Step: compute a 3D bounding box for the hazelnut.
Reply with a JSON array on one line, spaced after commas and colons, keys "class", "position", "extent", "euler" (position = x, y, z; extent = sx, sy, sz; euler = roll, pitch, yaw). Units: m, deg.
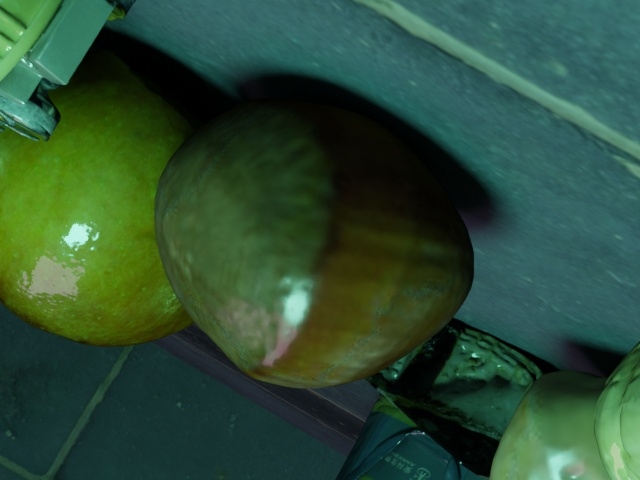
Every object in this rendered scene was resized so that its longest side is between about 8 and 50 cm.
[{"class": "hazelnut", "position": [0.000, 0.000, 0.816], "extent": [0.214, 0.176, 0.214], "euler": [21, -157, -9]}]

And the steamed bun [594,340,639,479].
[{"class": "steamed bun", "position": [0.273, 0.101, 0.597], "extent": [0.232, 0.166, 0.273], "euler": [45, 160, -6]}]

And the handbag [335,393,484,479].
[{"class": "handbag", "position": [0.137, 0.377, 1.753], "extent": [0.263, 0.241, 0.222], "euler": [22, 166, 32]}]

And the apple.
[{"class": "apple", "position": [-0.152, -0.033, 0.959], "extent": [0.237, 0.207, 0.237], "euler": [36, -156, -19]}]

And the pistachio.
[{"class": "pistachio", "position": [0.265, 0.224, 1.003], "extent": [0.309, 0.230, 0.230], "euler": [34, 167, -30]}]

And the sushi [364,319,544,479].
[{"class": "sushi", "position": [0.118, 0.121, 1.191], "extent": [0.134, 0.109, 0.273], "euler": [38, 180, -44]}]

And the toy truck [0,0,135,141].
[{"class": "toy truck", "position": [-0.254, -0.166, 0.840], "extent": [0.272, 0.124, 0.157], "euler": [16, 161, 48]}]
